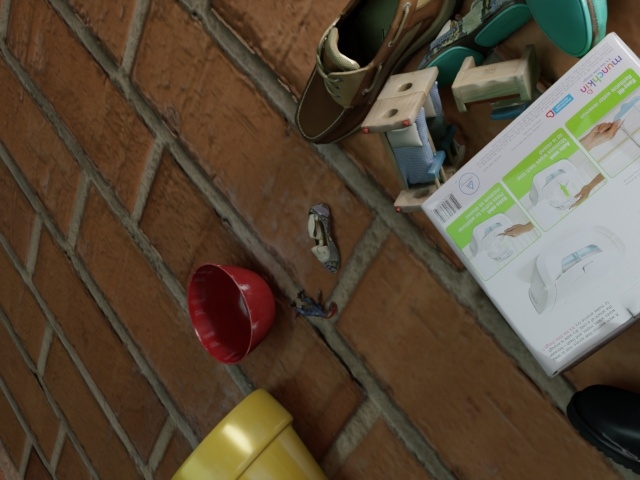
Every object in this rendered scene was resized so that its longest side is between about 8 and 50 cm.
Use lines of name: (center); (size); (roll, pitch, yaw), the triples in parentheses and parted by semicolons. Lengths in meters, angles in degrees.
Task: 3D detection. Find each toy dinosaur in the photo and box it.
toy dinosaur: (-0.008, 0.112, 1.250); (0.082, 0.047, 0.090); (30, 155, 27)

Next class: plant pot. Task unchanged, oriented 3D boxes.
plant pot: (-0.099, 0.425, 1.291); (0.239, 0.254, 0.254); (40, 129, 11)

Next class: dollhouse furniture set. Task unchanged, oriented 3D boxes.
dollhouse furniture set: (0.167, -0.128, 0.895); (0.183, 0.129, 0.129); (-6, 127, 32)

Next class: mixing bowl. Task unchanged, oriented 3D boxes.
mixing bowl: (-0.145, 0.119, 1.334); (0.181, 0.098, 0.182); (15, 111, 42)

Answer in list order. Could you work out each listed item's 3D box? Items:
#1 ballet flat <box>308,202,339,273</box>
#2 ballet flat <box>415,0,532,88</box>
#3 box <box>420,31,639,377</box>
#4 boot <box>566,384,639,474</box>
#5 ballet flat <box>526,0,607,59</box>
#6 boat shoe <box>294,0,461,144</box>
ballet flat: (0.000, 0.000, 1.191); (0.041, 0.041, 0.114); (-4, 99, 47)
ballet flat: (0.185, -0.254, 0.918); (0.188, 0.070, 0.070); (-31, 79, 44)
box: (0.281, -0.031, 0.776); (0.262, 0.126, 0.231); (-45, 70, 25)
boot: (0.402, 0.165, 0.783); (0.246, 0.094, 0.207); (33, 123, 34)
ballet flat: (0.247, -0.299, 0.804); (0.247, 0.087, 0.083); (61, 155, 23)
boat shoe: (0.046, -0.253, 1.008); (0.123, 0.119, 0.324); (57, 135, 17)
